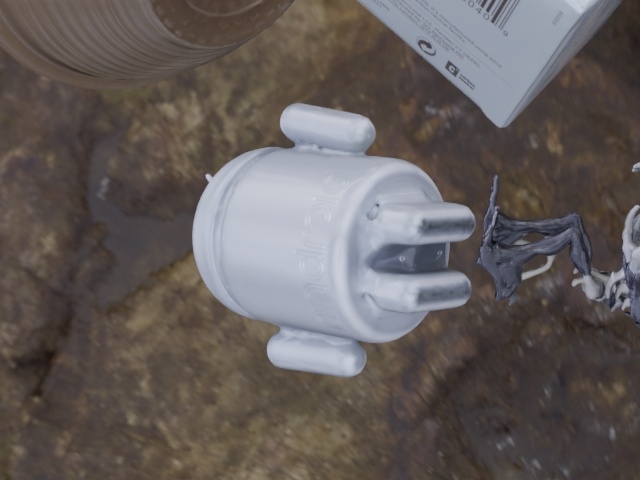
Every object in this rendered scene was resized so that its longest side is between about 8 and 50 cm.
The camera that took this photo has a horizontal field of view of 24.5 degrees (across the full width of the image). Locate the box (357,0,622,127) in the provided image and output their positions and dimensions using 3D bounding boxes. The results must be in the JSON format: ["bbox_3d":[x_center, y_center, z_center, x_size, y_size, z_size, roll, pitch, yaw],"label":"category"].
[{"bbox_3d":[0.077,-0.124,0.603,0.101,0.102,0.087,42,66,6],"label":"box"}]

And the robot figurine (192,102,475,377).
[{"bbox_3d":[0.000,0.000,1.632,0.354,0.200,0.299,7,94,42],"label":"robot figurine"}]

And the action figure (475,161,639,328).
[{"bbox_3d":[0.286,0.009,1.352,0.276,0.164,0.140,11,112,5],"label":"action figure"}]

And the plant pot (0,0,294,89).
[{"bbox_3d":[-0.077,-0.177,0.795,0.237,0.237,0.110,-48,51,-4],"label":"plant pot"}]
